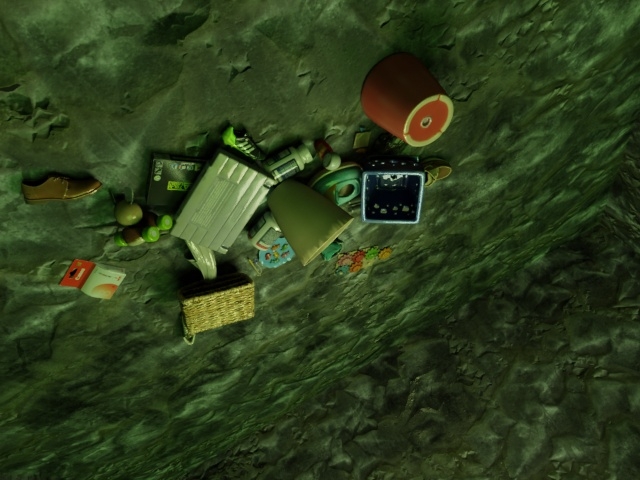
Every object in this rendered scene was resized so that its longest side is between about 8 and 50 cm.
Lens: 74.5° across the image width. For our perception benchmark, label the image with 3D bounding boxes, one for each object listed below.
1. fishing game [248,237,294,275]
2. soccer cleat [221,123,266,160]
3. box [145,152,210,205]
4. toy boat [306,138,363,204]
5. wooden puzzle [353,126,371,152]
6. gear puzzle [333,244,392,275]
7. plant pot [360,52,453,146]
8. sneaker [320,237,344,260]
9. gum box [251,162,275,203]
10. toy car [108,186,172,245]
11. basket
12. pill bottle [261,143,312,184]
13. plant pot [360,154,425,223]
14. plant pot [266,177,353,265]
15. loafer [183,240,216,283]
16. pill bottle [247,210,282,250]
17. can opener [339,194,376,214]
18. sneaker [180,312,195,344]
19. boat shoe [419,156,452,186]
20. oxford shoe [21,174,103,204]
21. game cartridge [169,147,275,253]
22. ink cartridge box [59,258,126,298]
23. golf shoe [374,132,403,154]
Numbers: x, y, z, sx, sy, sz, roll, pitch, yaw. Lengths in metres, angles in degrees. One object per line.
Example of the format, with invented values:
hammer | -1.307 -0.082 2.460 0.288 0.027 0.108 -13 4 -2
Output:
fishing game | -0.188 0.060 1.899 0.264 0.041 0.189 -27 141 -9
soccer cleat | -0.247 -0.327 1.417 0.179 0.060 0.072 21 118 -42
box | -0.478 -0.199 1.417 0.191 0.045 0.184 0 130 -33
toy boat | 0.048 -0.240 1.634 0.268 0.148 0.318 -27 142 -5
wooden puzzle | 0.161 -0.394 1.649 0.079 0.014 0.116 -12 139 -29
gear puzzle | 0.236 0.109 2.228 0.339 0.044 0.175 -12 138 -22
plant pot | 0.312 -0.475 1.473 0.275 0.243 0.274 -18 141 -15
sneaker | 0.000 0.000 1.835 0.123 0.178 0.296 -49 140 14
gum box | -0.275 -0.183 1.570 0.184 0.041 0.157 -34 142 3
toy car | -0.616 -0.090 1.383 0.155 0.149 0.188 -8 120 23
basket | -0.440 0.217 1.767 0.299 0.213 0.223 -13 136 -20
pill bottle | -0.118 -0.280 1.524 0.169 0.094 0.094 -29 142 -1
plant pot | 0.284 -0.218 1.674 0.236 0.212 0.235 3 126 9
plant pot | -0.062 -0.091 1.566 0.256 0.274 0.256 -44 176 -3
loafer | -0.477 0.050 1.650 0.112 0.112 0.319 -13 131 -14
pill bottle | -0.203 -0.055 1.706 0.180 0.108 0.108 -46 140 19
can opener | 0.134 -0.149 1.875 0.284 0.075 0.095 -16 172 -19
sneaker | -0.613 0.411 1.968 0.064 0.086 0.192 -10 137 -25
boat shoe | 0.456 -0.287 1.874 0.324 0.120 0.122 -9 137 -25
oxford shoe | -0.766 -0.161 1.250 0.212 0.076 0.076 -13 128 -23
game cartridge | -0.346 -0.129 1.462 0.230 0.068 0.355 27 114 -29
ink cartridge box | -0.841 0.146 1.561 0.179 0.045 0.145 18 121 -47
golf shoe | 0.311 -0.416 1.685 0.198 0.077 0.094 -34 153 15
